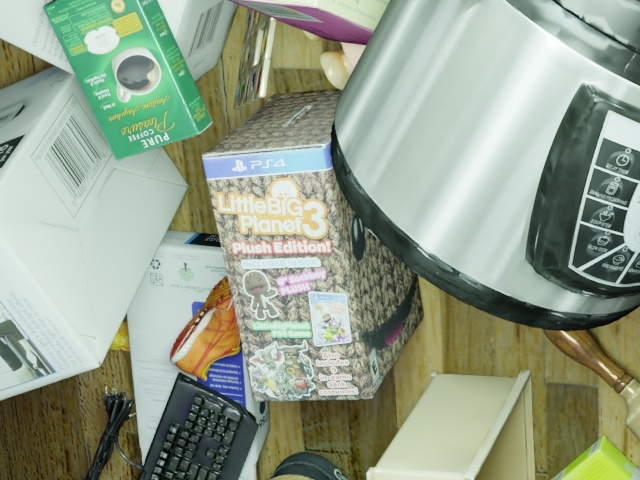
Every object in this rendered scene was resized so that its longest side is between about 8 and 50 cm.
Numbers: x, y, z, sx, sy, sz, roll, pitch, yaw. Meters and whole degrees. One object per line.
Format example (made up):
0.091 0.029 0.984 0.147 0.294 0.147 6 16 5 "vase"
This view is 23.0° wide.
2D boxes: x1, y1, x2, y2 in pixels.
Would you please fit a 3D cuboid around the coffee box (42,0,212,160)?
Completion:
-0.200 -0.183 1.634 0.113 0.040 0.184 -18 106 27 "coffee box"

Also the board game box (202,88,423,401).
0.000 0.000 1.747 0.141 0.232 0.291 -4 110 20 "board game box"

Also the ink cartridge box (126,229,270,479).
-0.152 0.152 1.961 0.165 0.065 0.332 6 111 18 "ink cartridge box"

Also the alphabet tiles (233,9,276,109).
-0.060 -0.263 1.683 0.009 0.198 0.237 9 89 -11 "alphabet tiles"

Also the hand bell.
0.336 0.156 1.780 0.242 0.126 0.126 43 120 14 "hand bell"

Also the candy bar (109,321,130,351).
-0.317 0.121 2.033 0.161 0.018 0.040 2 108 20 "candy bar"

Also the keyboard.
-0.212 0.302 1.992 0.201 0.033 0.317 26 117 9 "keyboard"

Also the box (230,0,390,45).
0.020 -0.330 1.544 0.117 0.213 0.243 12 92 30 "box"

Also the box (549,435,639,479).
0.361 0.329 1.859 0.178 0.042 0.109 43 119 0 "box"

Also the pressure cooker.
0.237 -0.175 1.420 0.375 0.370 0.420 33 123 6 "pressure cooker"

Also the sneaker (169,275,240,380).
-0.112 0.096 1.864 0.067 0.064 0.175 29 125 -15 "sneaker"

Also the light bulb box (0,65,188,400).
-0.395 0.007 1.804 0.361 0.358 0.225 -19 118 25 "light bulb box"

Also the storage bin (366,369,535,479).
0.159 0.318 1.802 0.123 0.262 0.260 2 112 20 "storage bin"

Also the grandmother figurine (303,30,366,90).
0.138 -0.295 1.656 0.342 0.104 0.208 -26 102 24 "grandmother figurine"

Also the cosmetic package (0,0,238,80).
-0.287 -0.309 1.746 0.365 0.197 0.155 26 120 10 "cosmetic package"

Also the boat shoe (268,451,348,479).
0.017 0.480 1.989 0.187 0.156 0.500 -5 121 17 "boat shoe"
